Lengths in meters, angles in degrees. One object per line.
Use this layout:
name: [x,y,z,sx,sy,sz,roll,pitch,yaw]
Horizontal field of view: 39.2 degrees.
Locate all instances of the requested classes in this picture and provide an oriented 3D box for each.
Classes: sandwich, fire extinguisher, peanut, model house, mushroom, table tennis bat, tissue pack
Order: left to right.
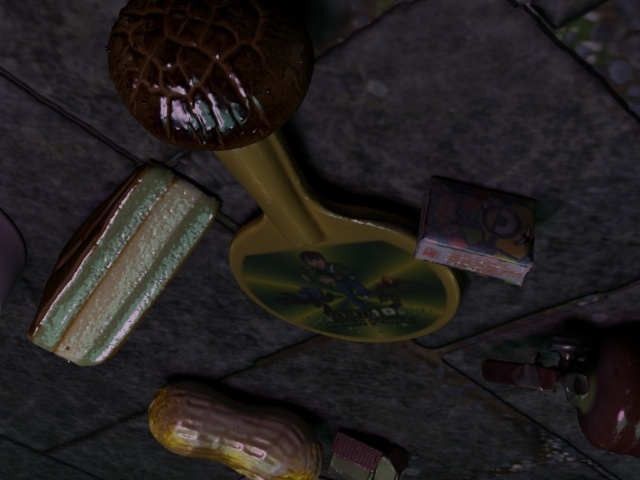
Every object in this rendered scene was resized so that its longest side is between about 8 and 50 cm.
sandwich: [-0.163,0.026,0.747,0.079,0.113,0.163,32,139,-25]
mushroom: [-0.067,-0.112,0.546,0.126,0.109,0.085,-9,137,1]
peanut: [-0.092,0.215,1.007,0.207,0.087,0.087,21,143,-8]
table tennis bat: [0.000,0.000,0.730,0.199,0.050,0.321,-5,145,25]
model house: [0.056,0.254,1.050,0.083,0.057,0.058,22,120,19]
tissue pack: [0.115,-0.008,0.664,0.083,0.063,0.035,13,146,-3]
fire extinguisher: [0.314,0.147,0.794,0.337,0.106,0.147,13,169,0]

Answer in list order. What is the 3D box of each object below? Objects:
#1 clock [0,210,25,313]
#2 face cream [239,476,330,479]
clock: [-0.379,0.010,0.828,0.197,0.068,0.196,8,143,6]
face cream: [-0.039,0.433,1.196,0.201,0.187,0.201,8,144,6]
